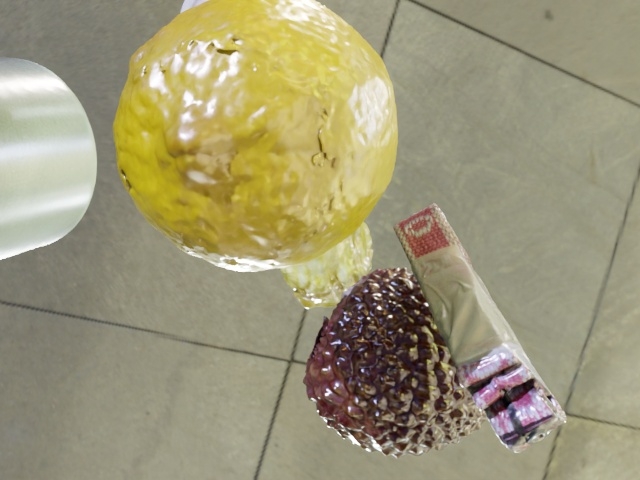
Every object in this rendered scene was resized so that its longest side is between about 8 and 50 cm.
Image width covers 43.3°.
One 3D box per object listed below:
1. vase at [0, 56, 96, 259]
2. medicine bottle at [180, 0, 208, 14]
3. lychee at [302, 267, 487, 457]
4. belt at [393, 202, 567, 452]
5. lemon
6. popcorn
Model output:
[{"bbox_3d":[-0.343,-0.062,0.648,0.291,0.245,0.245,-30,118,-62],"label":"vase"},{"bbox_3d":[-0.056,-0.199,0.814,0.095,0.260,0.095,1,93,17],"label":"medicine bottle"},{"bbox_3d":[0.082,0.117,0.765,0.188,0.188,0.188,-5,101,-25],"label":"lychee"},{"bbox_3d":[0.114,0.056,0.640,0.053,0.232,0.071,-32,134,10],"label":"belt"},{"bbox_3d":[-0.041,-0.075,0.563,0.192,0.231,0.192,2,101,13],"label":"lemon"},{"bbox_3d":[0.006,-0.005,1.210,0.168,0.173,0.195,-47,133,-35],"label":"popcorn"}]
